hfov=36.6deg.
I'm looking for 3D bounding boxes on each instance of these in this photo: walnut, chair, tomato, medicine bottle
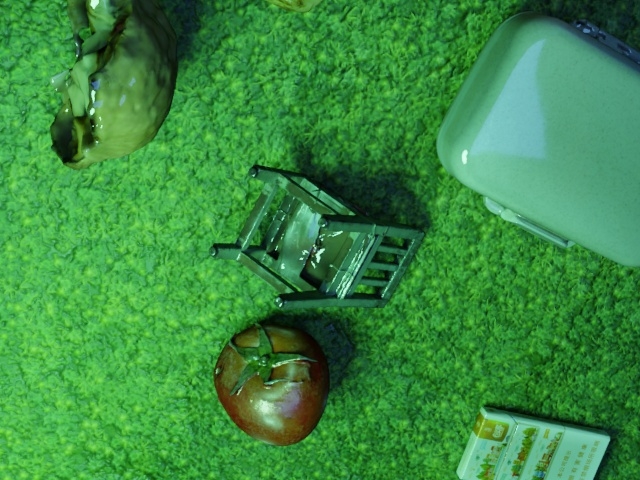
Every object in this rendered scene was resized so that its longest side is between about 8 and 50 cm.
[{"bbox_3d":[-0.235,-0.194,1.132,0.141,0.204,0.238,2,109,-27],"label":"walnut"},{"bbox_3d":[0.000,0.000,1.292,0.270,0.147,0.136,3,118,-59],"label":"chair"},{"bbox_3d":[-0.059,0.201,1.329,0.167,0.167,0.167,-4,109,-10],"label":"tomato"},{"bbox_3d":[0.358,-0.130,1.309,0.375,0.123,0.282,24,104,-19],"label":"medicine bottle"}]

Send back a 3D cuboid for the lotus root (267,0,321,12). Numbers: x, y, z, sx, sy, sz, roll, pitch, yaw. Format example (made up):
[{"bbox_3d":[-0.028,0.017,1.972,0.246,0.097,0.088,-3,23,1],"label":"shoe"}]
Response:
[{"bbox_3d":[-0.088,-0.365,1.154,0.258,0.097,0.110,36,106,-28],"label":"lotus root"}]

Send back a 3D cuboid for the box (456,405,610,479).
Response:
[{"bbox_3d":[0.334,0.334,1.512,0.221,0.032,0.122,13,106,-16],"label":"box"}]
